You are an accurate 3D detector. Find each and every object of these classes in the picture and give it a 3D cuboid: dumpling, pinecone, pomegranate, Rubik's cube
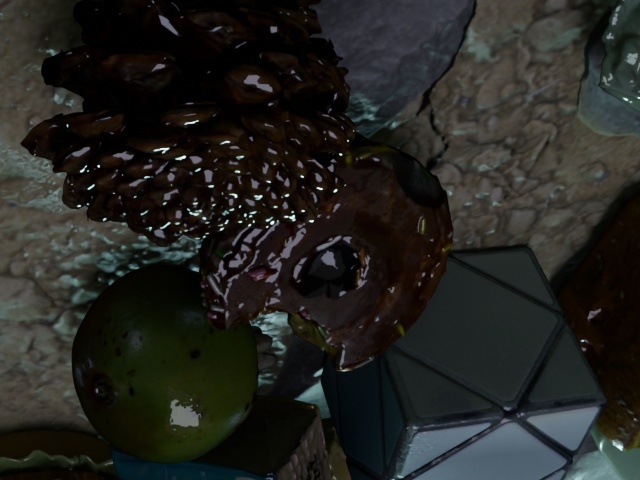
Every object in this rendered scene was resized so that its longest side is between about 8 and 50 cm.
[{"bbox_3d":[0.325,-0.161,0.917,0.216,0.105,0.149,13,131,-32],"label":"dumpling"},{"bbox_3d":[-0.083,-0.101,0.761,0.221,0.221,0.221,-11,139,-9],"label":"pinecone"},{"bbox_3d":[-0.122,0.110,1.021,0.209,0.180,0.180,-7,143,-45],"label":"pomegranate"},{"bbox_3d":[0.133,0.150,1.120,0.207,0.205,0.205,-3,137,-16],"label":"Rubik's cube"}]

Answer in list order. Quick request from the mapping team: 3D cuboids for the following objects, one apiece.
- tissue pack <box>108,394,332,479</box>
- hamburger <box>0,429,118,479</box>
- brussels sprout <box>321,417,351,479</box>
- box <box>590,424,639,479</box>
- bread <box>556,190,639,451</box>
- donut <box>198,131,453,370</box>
[{"bbox_3d":[-0.081,0.286,1.133,0.192,0.134,0.271,6,123,24],"label":"tissue pack"},{"bbox_3d":[-0.302,0.354,1.177,0.274,0.212,0.274,-11,139,-9],"label":"hamburger"},{"bbox_3d":[-0.006,0.271,1.267,0.122,0.149,0.152,2,109,24],"label":"brussels sprout"},{"bbox_3d":[0.553,0.215,1.445,0.373,0.090,0.367,-29,140,11],"label":"box"},{"bbox_3d":[0.338,0.082,1.139,0.110,0.184,0.234,-2,137,-27],"label":"bread"},{"bbox_3d":[0.001,0.001,0.961,0.230,0.096,0.216,12,112,-31],"label":"donut"}]
